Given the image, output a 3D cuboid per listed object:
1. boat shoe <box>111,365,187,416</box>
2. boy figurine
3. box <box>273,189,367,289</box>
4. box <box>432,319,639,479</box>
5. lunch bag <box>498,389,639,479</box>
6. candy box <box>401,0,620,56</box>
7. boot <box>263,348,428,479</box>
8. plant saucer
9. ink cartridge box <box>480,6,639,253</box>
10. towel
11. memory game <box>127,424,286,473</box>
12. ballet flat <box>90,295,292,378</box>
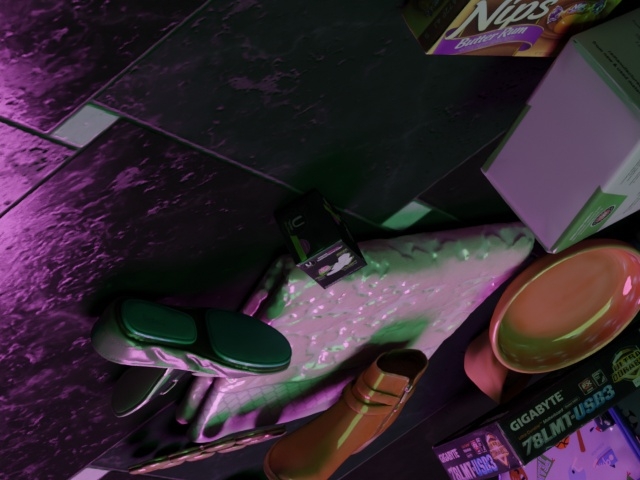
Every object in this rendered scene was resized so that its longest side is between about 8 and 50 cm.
[{"bbox_3d":[-0.167,0.137,1.946,0.038,0.046,0.125,13,125,-48],"label":"boat shoe"},{"bbox_3d":[0.292,0.088,2.259,0.285,0.092,0.177,-36,157,11],"label":"boy figurine"},{"bbox_3d":[0.000,0.000,1.832,0.052,0.062,0.083,-30,155,8],"label":"box"},{"bbox_3d":[0.305,0.192,2.344,0.293,0.073,0.295,-29,174,-16],"label":"box"},{"bbox_3d":[0.391,0.341,2.648,0.115,0.243,0.303,-9,150,-35],"label":"lunch bag"},{"bbox_3d":[0.173,-0.210,1.624,0.186,0.053,0.109,-5,147,-43],"label":"candy box"},{"bbox_3d":[0.028,0.191,2.082,0.197,0.073,0.152,-29,160,-52],"label":"boot"},{"bbox_3d":[0.275,0.068,2.127,0.200,0.037,0.200,-18,139,-16],"label":"plant saucer"},{"bbox_3d":[0.315,-0.128,1.783,0.278,0.117,0.201,-25,159,-37],"label":"ink cartridge box"},{"bbox_3d":[0.036,0.097,2.065,0.331,0.053,0.317,-9,148,-36],"label":"towel"},{"bbox_3d":[-0.126,0.236,2.129,0.186,0.012,0.186,-15,173,-2],"label":"memory game"},{"bbox_3d":[-0.129,0.101,1.866,0.213,0.072,0.068,14,139,-34],"label":"ballet flat"}]
